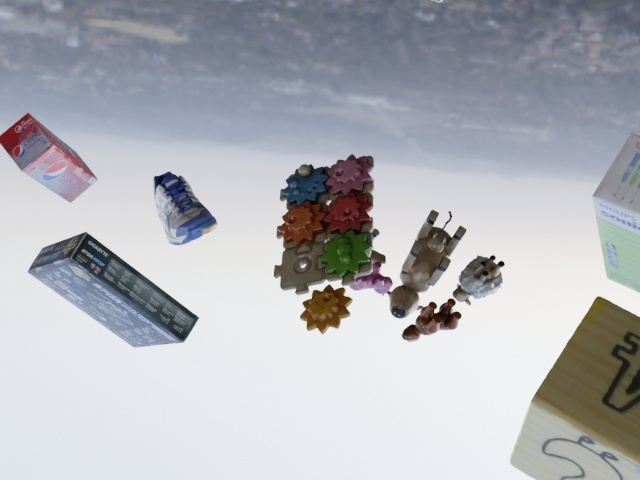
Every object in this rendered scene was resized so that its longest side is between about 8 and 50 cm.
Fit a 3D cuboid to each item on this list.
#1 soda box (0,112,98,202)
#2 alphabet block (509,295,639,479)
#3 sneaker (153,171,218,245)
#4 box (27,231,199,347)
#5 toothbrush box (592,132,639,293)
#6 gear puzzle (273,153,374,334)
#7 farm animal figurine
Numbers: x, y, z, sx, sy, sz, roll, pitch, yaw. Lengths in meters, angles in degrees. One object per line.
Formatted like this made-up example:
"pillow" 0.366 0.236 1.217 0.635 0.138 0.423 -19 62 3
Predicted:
"soda box" -0.552 -0.164 2.018 0.092 0.083 0.263 50 177 13
"alphabet block" 0.379 0.225 1.249 0.197 0.192 0.193 29 -123 20
"sneaker" -0.323 -0.078 2.226 0.111 0.131 0.296 -25 -159 -18
"box" -0.316 0.082 1.500 0.220 0.051 0.175 40 151 -24
"toothbrush box" 0.529 -0.006 1.451 0.206 0.122 0.283 26 166 31
"gear puzzle" 0.000 0.000 1.584 0.175 0.339 0.044 -12 142 20
"farm animal figurine" 0.180 0.067 2.100 0.330 0.172 0.326 44 -124 13
